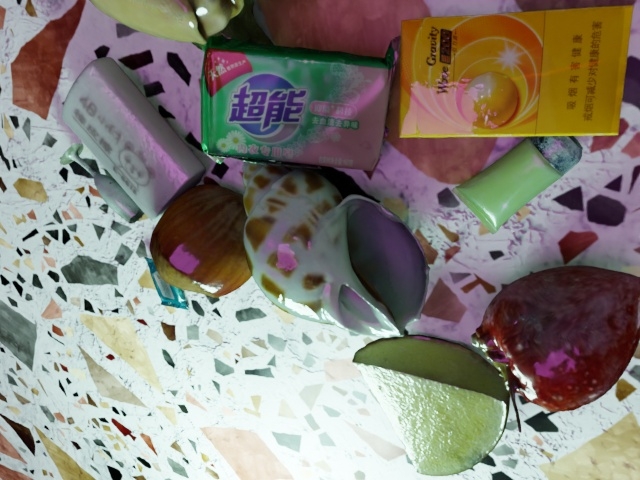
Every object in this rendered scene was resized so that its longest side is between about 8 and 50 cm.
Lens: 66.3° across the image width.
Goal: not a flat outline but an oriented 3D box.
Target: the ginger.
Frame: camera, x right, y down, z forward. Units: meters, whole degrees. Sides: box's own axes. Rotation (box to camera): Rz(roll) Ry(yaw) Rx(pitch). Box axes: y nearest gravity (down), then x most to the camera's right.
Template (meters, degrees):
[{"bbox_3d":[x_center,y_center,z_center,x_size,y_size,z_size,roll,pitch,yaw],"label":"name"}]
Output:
[{"bbox_3d":[-0.174,-0.374,0.759,0.137,0.089,0.290,-2,120,50],"label":"ginger"}]

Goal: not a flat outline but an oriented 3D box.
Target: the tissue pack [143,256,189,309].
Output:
[{"bbox_3d":[-0.349,0.098,1.118,0.085,0.028,0.138,8,123,26],"label":"tissue pack"}]

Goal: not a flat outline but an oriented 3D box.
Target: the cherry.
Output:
[{"bbox_3d":[0.351,0.131,0.704,0.175,0.192,0.250,25,120,-33],"label":"cherry"}]

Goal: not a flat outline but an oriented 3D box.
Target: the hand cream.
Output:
[{"bbox_3d":[0.285,-0.092,0.705,0.095,0.046,0.175,46,130,1],"label":"hand cream"}]

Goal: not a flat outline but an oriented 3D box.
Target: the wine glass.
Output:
[{"bbox_3d":[-0.457,-0.117,1.039,0.198,0.066,0.066,43,125,-1],"label":"wine glass"}]

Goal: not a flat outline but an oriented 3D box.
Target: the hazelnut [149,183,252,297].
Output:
[{"bbox_3d":[-0.216,0.002,0.910,0.210,0.186,0.210,22,126,35],"label":"hazelnut"}]

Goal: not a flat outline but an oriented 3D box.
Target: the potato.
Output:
[{"bbox_3d":[0.202,0.314,0.911,0.269,0.112,0.256,11,123,24],"label":"potato"}]

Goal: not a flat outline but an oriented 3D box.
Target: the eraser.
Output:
[{"bbox_3d":[-0.359,-0.186,0.938,0.174,0.095,0.270,-36,95,38],"label":"eraser"}]

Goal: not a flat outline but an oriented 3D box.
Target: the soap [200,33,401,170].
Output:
[{"bbox_3d":[-0.034,-0.204,0.727,0.273,0.098,0.218,6,115,-2],"label":"soap"}]

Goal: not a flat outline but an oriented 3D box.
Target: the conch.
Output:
[{"bbox_3d":[0.001,0.001,0.798,0.249,0.197,0.368,-36,101,2],"label":"conch"}]

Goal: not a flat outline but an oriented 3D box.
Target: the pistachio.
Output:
[{"bbox_3d":[-0.219,-0.351,0.638,0.292,0.162,0.181,29,167,31],"label":"pistachio"}]

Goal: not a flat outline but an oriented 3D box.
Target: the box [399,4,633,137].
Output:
[{"bbox_3d":[0.237,-0.209,0.625,0.268,0.043,0.153,1,101,13],"label":"box"}]
